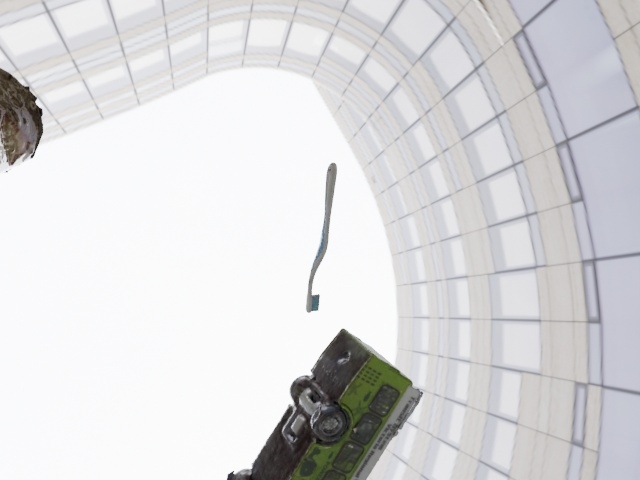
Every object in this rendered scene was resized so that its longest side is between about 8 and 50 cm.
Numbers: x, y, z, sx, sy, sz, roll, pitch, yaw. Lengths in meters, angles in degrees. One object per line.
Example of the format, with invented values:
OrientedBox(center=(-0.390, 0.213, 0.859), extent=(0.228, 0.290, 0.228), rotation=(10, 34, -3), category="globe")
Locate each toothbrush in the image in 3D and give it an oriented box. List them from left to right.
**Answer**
OrientedBox(center=(0.000, 0.000, 0.598), extent=(0.017, 0.014, 0.162), rotation=(-2, -70, -27), category="toothbrush")

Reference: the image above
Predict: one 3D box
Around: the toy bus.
OrientedBox(center=(0.000, 0.267, 0.697), extent=(0.139, 0.113, 0.301), rotation=(33, -91, -25), category="toy bus")

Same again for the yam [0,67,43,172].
OrientedBox(center=(-0.320, -0.070, 0.430), extent=(0.128, 0.238, 0.129), rotation=(31, -75, -11), category="yam")
